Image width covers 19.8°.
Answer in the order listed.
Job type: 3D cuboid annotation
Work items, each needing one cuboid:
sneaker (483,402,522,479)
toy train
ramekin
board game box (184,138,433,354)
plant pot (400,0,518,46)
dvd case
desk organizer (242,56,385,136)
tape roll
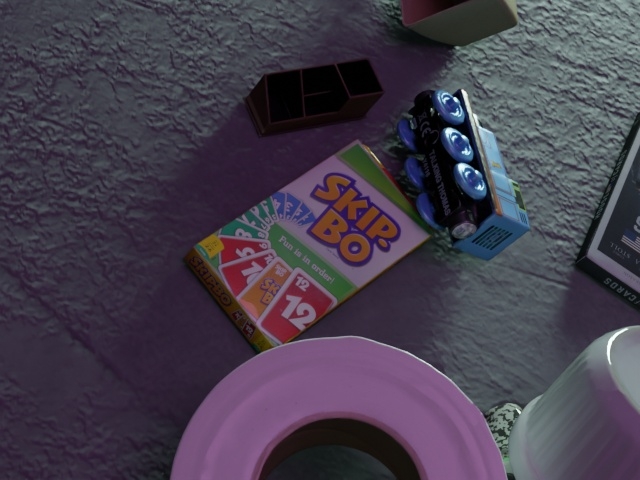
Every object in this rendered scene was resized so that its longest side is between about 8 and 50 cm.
[{"bbox_3d":[0.311,0.258,1.726,0.410,0.158,0.182,26,37,-19],"label":"sneaker"},{"bbox_3d":[0.141,-0.070,1.839,0.105,0.080,0.184,23,40,-38],"label":"toy train"},{"bbox_3d":[0.308,0.188,1.580,0.273,0.127,0.273,21,29,-12],"label":"ramekin"},{"bbox_3d":[0.000,0.000,1.763,0.259,0.039,0.124,-35,84,-40],"label":"board game box"},{"bbox_3d":[0.153,-0.267,1.942,0.096,0.109,0.109,34,44,-50],"label":"plant pot"},{"bbox_3d":[0.386,-0.014,1.976,0.179,0.029,0.238,33,52,-7],"label":"dvd case"},{"bbox_3d":[-0.005,-0.144,1.828,0.130,0.050,0.047,-13,70,-33],"label":"desk organizer"},{"bbox_3d":[0.012,0.228,1.535,0.286,0.100,0.286,1,69,-3],"label":"tape roll"}]
